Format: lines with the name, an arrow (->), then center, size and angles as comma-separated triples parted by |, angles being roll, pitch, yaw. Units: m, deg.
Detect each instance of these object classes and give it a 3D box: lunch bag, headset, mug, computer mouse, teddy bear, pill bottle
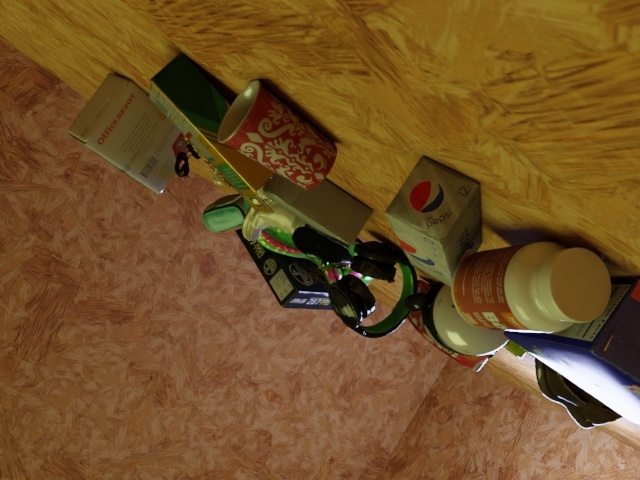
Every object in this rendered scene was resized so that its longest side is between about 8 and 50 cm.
lunch bag -> 0.375, 0.250, 1.691 | 0.258, 0.120, 0.293 | 36, -171, -16
headset -> 0.124, 0.112, 1.533 | 0.394, 0.243, 0.185 | 38, 173, -34
mug -> -0.061, -0.177, 0.961 | 0.169, 0.150, 0.113 | 31, 140, -27
computer mouse -> -0.368, -0.239, 1.653 | 0.071, 0.041, 0.242 | 62, -159, -25
teddy bear -> -0.271, -0.222, 1.573 | 0.245, 0.113, 0.338 | 36, 174, -7
pill bottle -> 0.282, 0.065, 0.808 | 0.121, 0.121, 0.216 | 34, 166, -10

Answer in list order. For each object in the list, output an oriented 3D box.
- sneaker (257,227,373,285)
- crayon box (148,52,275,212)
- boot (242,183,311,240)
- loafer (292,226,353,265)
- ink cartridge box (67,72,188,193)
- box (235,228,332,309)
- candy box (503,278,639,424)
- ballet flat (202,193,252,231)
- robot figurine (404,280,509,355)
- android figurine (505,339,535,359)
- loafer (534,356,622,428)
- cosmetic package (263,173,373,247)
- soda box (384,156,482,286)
sneaker -> 0.000, 0.000, 1.877 | 0.482, 0.185, 0.202 | 34, -159, -28
crayon box -> -0.194, -0.200, 1.166 | 0.323, 0.083, 0.203 | 48, 171, -15
boot -> -0.109, -0.044, 1.531 | 0.165, 0.077, 0.213 | 31, 134, 6
loafer -> 0.003, 0.018, 1.349 | 0.170, 0.062, 0.061 | 31, -178, 39
ink cartridge box -> -0.553, -0.314, 1.764 | 0.131, 0.226, 0.306 | 27, 171, 38
box -> -0.098, 0.057, 1.973 | 0.318, 0.097, 0.395 | 15, -146, -53
candy box -> 0.454, 0.174, 0.850 | 0.268, 0.122, 0.317 | 34, 175, 1
ballet flat -> -0.188, -0.096, 1.674 | 0.348, 0.123, 0.123 | -7, 149, 36
robot figurine -> 0.309, 0.152, 1.248 | 0.174, 0.209, 0.278 | 62, 178, 7
android figurine -> 0.423, 0.204, 1.480 | 0.273, 0.056, 0.248 | 39, -179, 39
loafer -> 0.620, 0.328, 1.398 | 0.130, 0.134, 0.366 | -21, 135, 36
cosmetic package -> -0.009, -0.085, 1.336 | 0.237, 0.107, 0.127 | 31, 175, -5
soda box -> 0.180, -0.015, 0.890 | 0.091, 0.098, 0.286 | 31, 175, 22
